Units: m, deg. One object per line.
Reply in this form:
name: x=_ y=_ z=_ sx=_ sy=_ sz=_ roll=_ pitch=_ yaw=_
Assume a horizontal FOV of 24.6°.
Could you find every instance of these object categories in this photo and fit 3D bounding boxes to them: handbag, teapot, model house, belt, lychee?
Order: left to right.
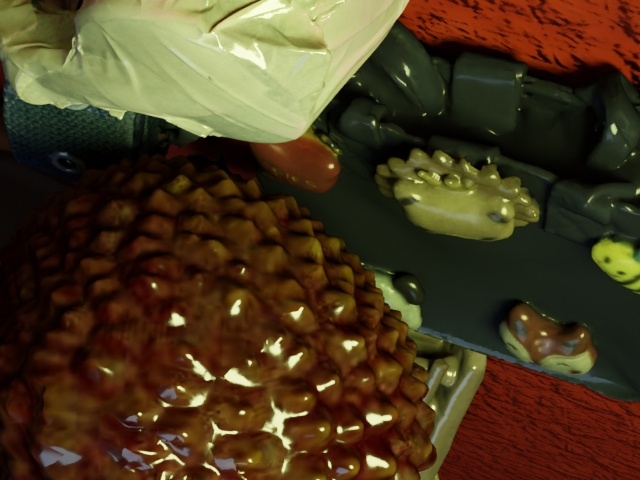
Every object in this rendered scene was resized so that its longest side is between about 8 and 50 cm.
belt: x=-0.139 y=-0.100 z=1.009 sx=0.129 sy=0.122 sz=0.218 roll=18 pitch=162 yaw=-3
lychee: x=-0.091 y=0.095 z=0.940 sx=0.330 sy=0.306 sz=0.306 roll=17 pitch=164 yaw=-17
teapot: x=-0.062 y=-0.144 z=0.696 sx=0.222 sy=0.178 sz=0.163 roll=19 pitch=162 yaw=10
model house: x=0.044 y=0.139 z=1.454 sx=0.188 sy=0.122 sz=0.229 roll=17 pitch=128 yaw=-7
handbag: x=0.108 y=-0.018 z=0.990 sx=0.303 sy=0.121 sz=0.329 roll=17 pitch=161 yaw=14

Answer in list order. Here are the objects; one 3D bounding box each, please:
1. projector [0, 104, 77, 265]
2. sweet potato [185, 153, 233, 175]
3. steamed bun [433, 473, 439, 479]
projector: x=-0.312 y=0.023 z=1.358 sx=0.249 sy=0.248 sz=0.249 roll=28 pitch=161 yaw=-23
sweet potato: x=0.003 y=-0.006 z=1.227 sx=0.286 sy=0.085 sz=0.112 roll=14 pitch=-161 yaw=-16
steamed bun: x=0.050 y=0.234 z=1.717 sx=0.247 sy=0.189 sz=0.428 roll=11 pitch=161 yaw=4
